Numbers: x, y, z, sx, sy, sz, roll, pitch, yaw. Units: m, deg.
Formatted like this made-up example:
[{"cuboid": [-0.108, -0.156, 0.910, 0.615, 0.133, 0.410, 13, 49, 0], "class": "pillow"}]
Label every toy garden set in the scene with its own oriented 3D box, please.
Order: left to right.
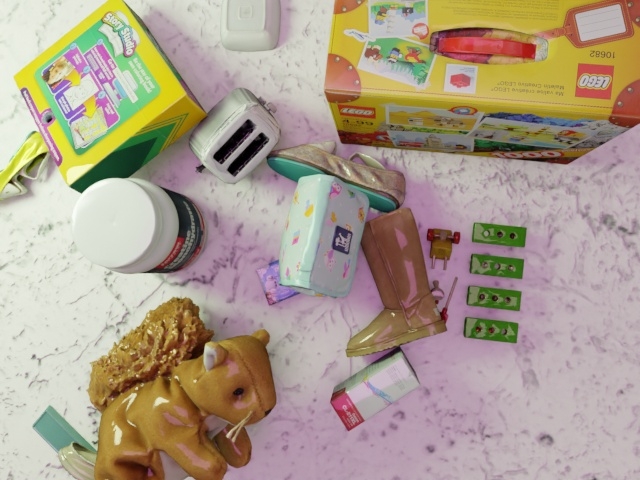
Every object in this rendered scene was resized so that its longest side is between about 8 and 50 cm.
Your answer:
[{"cuboid": [0.323, 0.084, 1.141, 0.204, 0.049, 0.244, 6, 88, 5], "class": "toy garden set"}]

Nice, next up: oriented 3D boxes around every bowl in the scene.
[{"cuboid": [-0.167, -0.516, 1.228, 0.142, 0.053, 0.142, 2, 86, 8], "class": "bowl"}]

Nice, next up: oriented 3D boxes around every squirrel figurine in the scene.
[{"cuboid": [-0.273, 0.286, 1.055, 0.370, 0.281, 0.397, -49, 65, 22], "class": "squirrel figurine"}]

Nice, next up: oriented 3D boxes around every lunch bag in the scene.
[{"cuboid": [0.000, 0.000, 1.064, 0.160, 0.262, 0.223, 13, 83, 1], "class": "lunch bag"}]

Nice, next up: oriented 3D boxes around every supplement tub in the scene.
[{"cuboid": [-0.366, -0.025, 1.110, 0.191, 0.272, 0.191, 0, 87, 6], "class": "supplement tub"}]

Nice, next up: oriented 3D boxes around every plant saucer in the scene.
[{"cuboid": [-0.588, 0.473, 1.235, 0.192, 0.018, 0.067, 40, 92, 6], "class": "plant saucer"}]

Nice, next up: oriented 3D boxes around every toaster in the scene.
[{"cuboid": [-0.190, -0.218, 1.149, 0.227, 0.146, 0.129, -45, 123, 2], "class": "toaster"}]

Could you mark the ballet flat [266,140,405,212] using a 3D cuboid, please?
[{"cuboid": [0.040, -0.157, 1.171, 0.316, 0.107, 0.106, 22, 69, 2], "class": "ballet flat"}]

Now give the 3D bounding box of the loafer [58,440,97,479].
[{"cuboid": [-0.445, 0.509, 1.179, 0.268, 0.102, 0.092, 30, 74, -6], "class": "loafer"}]

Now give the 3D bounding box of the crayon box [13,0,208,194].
[{"cuboid": [-0.472, -0.321, 1.181, 0.313, 0.106, 0.363, -36, 67, 2], "class": "crayon box"}]

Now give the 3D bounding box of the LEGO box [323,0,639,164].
[{"cuboid": [0.281, -0.293, 1.003, 0.500, 0.372, 0.193, 7, 88, 7], "class": "LEGO box"}]

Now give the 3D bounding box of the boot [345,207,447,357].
[{"cuboid": [0.129, 0.096, 1.145, 0.236, 0.089, 0.269, -21, 76, 16], "class": "boot"}]

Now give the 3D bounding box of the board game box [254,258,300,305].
[{"cuboid": [-0.090, 0.089, 1.199, 0.090, 0.020, 0.090, -23, 84, 4], "class": "board game box"}]

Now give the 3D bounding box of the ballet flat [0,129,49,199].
[{"cuboid": [-0.718, -0.156, 1.262, 0.077, 0.077, 0.231, 42, 90, -9], "class": "ballet flat"}]

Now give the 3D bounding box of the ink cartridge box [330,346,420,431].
[{"cuboid": [0.114, 0.305, 1.109, 0.175, 0.127, 0.072, -33, 85, 4], "class": "ink cartridge box"}]
